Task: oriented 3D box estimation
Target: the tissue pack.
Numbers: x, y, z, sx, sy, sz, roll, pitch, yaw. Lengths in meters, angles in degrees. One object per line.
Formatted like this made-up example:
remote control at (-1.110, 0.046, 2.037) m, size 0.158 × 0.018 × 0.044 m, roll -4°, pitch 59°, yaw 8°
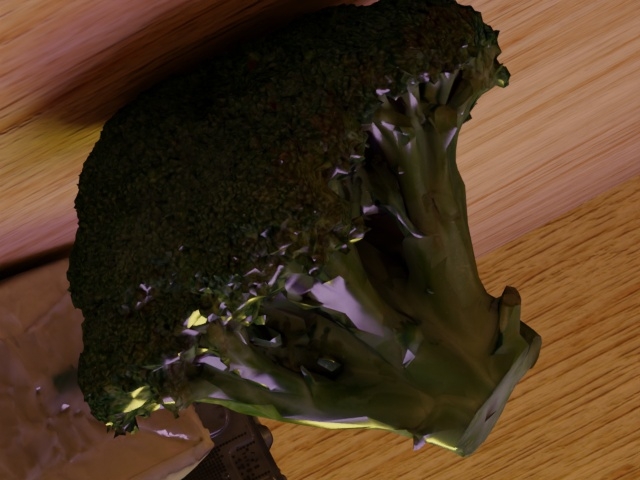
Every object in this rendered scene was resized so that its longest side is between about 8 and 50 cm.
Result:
tissue pack at (-0.316, 0.189, 1.372) m, size 0.380 × 0.207 × 0.297 m, roll -32°, pitch 174°, yaw 36°

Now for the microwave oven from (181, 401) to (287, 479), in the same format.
microwave oven at (-0.147, 0.144, 1.564) m, size 0.145 × 0.240 × 0.194 m, roll -24°, pitch 173°, yaw -20°

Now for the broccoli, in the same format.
broccoli at (0.000, 0.000, 1.011) m, size 0.308 × 0.275 × 0.308 m, roll -52°, pitch 168°, yaw -16°
